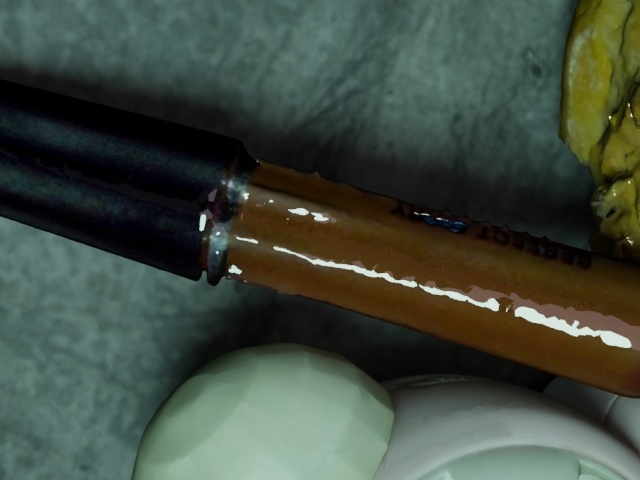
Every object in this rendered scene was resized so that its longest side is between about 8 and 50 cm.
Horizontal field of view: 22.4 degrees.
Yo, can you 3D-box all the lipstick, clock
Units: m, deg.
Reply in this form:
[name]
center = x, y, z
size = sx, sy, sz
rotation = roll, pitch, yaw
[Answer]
[lipstick]
center = 0.000, 0.000, 0.820
size = 0.418, 0.077, 0.077
rotation = 16, 95, 1
[clock]
center = 0.055, 0.220, 0.850
size = 0.325, 0.184, 0.342
rotation = -2, 88, -32

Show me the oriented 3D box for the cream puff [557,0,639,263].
[cream puff]
center = 0.309, -0.054, 0.884
size = 0.327, 0.231, 0.343
rotation = -42, 108, -2
